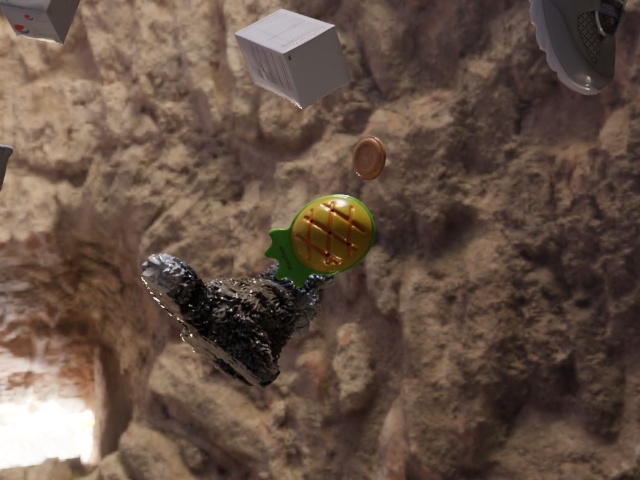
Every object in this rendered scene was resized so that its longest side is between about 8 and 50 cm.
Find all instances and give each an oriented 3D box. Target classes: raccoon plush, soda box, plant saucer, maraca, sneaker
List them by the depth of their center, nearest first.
[{"bbox_3d":[0.277,-0.286,0.764,0.115,0.105,0.282,5,-82,46],"label":"sneaker"},{"bbox_3d":[-0.355,-0.378,1.058,0.074,0.069,0.216,88,13,-69],"label":"soda box"},{"bbox_3d":[0.000,0.000,1.282,0.127,0.185,0.099,63,2,8],"label":"maraca"},{"bbox_3d":[0.089,-0.155,1.477,0.083,0.013,0.084,-2,-93,46],"label":"plant saucer"},{"bbox_3d":[-0.125,0.089,1.529,0.216,0.299,0.446,25,-24,24],"label":"raccoon plush"}]

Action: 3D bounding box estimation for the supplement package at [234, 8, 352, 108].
[{"bbox_3d":[-0.063,-0.402,1.716,0.244,0.139,0.134,38,-25,52],"label":"supplement package"}]

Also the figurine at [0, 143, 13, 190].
[{"bbox_3d":[-0.621,-0.071,1.311,0.215,0.092,0.210,3,99,-68],"label":"figurine"}]
